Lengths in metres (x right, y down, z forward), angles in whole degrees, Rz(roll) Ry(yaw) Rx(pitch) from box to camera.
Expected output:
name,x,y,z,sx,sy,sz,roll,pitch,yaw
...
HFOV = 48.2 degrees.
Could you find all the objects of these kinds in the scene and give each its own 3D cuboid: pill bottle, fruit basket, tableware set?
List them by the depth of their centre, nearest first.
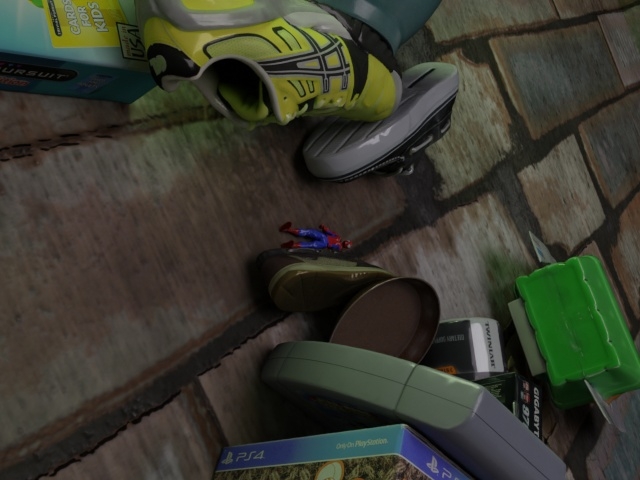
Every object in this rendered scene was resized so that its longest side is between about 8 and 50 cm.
name,x,y,z,sx,sy,sz,roll,pitch,yaw
pill bottle,0.188,0.232,0.933,0.130,0.130,0.246,14,64,-45
tableware set,0.352,0.269,1.194,0.141,0.020,0.169,-14,85,-50
fruit basket,0.447,0.175,1.254,0.353,0.165,0.327,38,34,-62

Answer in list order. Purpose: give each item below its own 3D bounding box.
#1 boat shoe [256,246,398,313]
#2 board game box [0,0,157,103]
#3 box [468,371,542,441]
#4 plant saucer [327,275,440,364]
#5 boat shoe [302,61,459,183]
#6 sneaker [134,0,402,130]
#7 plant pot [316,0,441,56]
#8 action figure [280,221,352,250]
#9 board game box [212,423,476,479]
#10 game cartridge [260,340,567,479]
name,x,y,z,sx,sy,sz,roll,pitch,yaw
boat shoe,0.016,0.042,0.856,0.223,0.080,0.073,8,37,-49
board game box,-0.306,-0.261,0.608,0.336,0.079,0.254,-6,79,-50
box,0.139,0.252,0.796,0.051,0.220,0.175,32,52,-31
plant saucer,0.071,0.112,0.864,0.168,0.029,0.168,-18,124,-28
boat shoe,0.107,-0.144,1.005,0.335,0.121,0.119,-37,127,-39
sneaker,-0.047,-0.180,0.768,0.384,0.145,0.147,13,76,-49
plant pot,0.026,-0.329,0.884,0.293,0.293,0.196,23,76,-42
action figure,0.000,0.000,0.895,0.115,0.030,0.038,9,63,-49
board game box,-0.006,0.325,0.590,0.141,0.232,0.291,43,46,-29
game cartridge,0.073,0.174,0.703,0.198,0.297,0.062,39,68,-30
